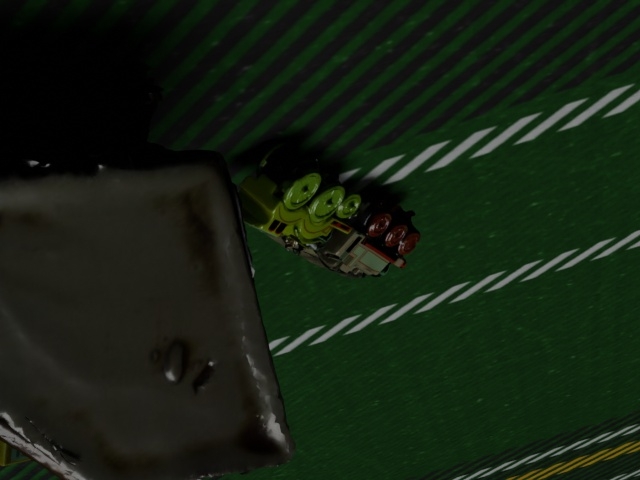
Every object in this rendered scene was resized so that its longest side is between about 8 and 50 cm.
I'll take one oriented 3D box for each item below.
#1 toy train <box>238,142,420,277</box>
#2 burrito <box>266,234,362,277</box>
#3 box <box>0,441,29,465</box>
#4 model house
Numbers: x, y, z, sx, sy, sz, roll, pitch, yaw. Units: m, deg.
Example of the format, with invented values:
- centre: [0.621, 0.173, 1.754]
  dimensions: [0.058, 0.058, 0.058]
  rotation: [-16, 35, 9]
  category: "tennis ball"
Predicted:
- centre: [0.012, -0.018, 1.405]
  dimensions: [0.085, 0.053, 0.249]
  rotation: [-52, 149, 8]
  category: "toy train"
- centre: [0.000, 0.000, 1.493]
  dimensions: [0.045, 0.041, 0.185]
  rotation: [-61, 149, 0]
  category: "burrito"
- centre: [-0.267, 0.161, 1.519]
  dimensions: [0.153, 0.041, 0.279]
  rotation: [9, -174, 28]
  category: "box"
- centre: [-0.213, 0.031, 1.155]
  dimensions: [0.317, 0.297, 0.282]
  rotation: [-8, -159, -31]
  category: "model house"
